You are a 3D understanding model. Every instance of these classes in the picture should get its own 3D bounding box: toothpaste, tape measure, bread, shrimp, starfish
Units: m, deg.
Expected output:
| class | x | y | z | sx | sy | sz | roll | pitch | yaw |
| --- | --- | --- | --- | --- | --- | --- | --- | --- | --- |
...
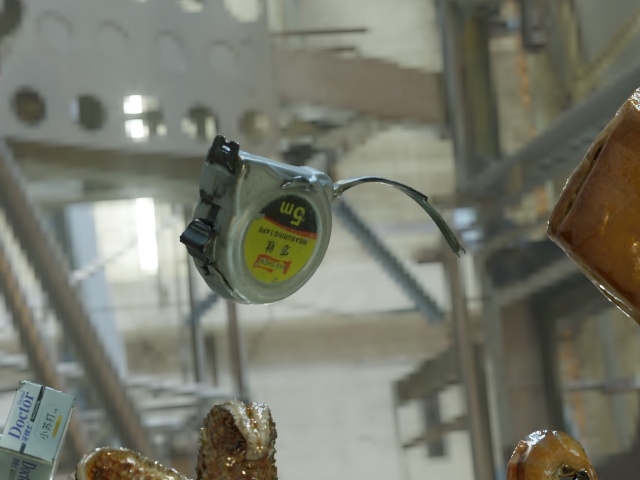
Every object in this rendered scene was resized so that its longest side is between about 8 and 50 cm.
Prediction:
| class | x | y | z | sx | sy | sz | roll | pitch | yaw |
| --- | --- | --- | --- | --- | --- | --- | --- | --- | --- |
| toothpaste | -0.313 | 0.259 | 2.085 | 0.313 | 0.071 | 0.089 | 114 | -7 | -56 |
| tape measure | 0.000 | -0.001 | 1.974 | 0.084 | 0.330 | 0.164 | 35 | -77 | 44 |
| bread | 0.343 | -0.017 | 1.871 | 0.210 | 0.235 | 0.099 | -58 | 159 | 11 |
| shrimp | 0.305 | 0.336 | 2.395 | 0.068 | 0.150 | 0.249 | -9 | -61 | 49 |
| starfish | -0.078 | 0.287 | 1.710 | 0.312 | 0.113 | 0.303 | -33 | -99 | 40 |
